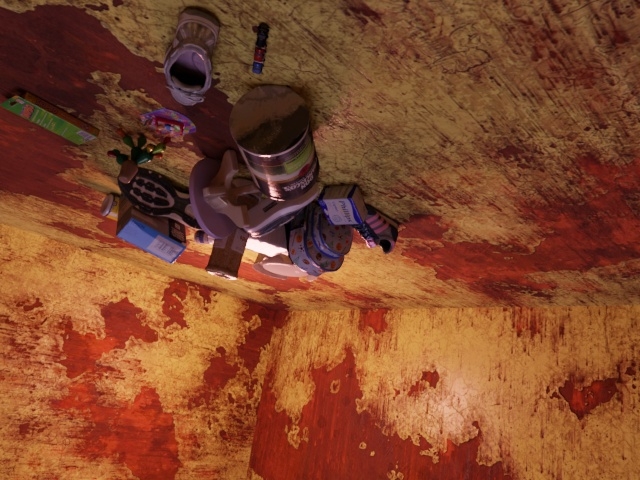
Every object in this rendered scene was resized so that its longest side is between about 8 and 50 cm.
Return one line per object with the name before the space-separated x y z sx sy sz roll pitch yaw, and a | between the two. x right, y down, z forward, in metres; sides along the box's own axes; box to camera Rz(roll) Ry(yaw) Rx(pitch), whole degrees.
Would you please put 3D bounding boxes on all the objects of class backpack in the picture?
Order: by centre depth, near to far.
backpack | 0.000 0.000 2.027 0.277 0.263 0.213 23 157 -35

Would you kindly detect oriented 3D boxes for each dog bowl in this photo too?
dog bowl | -0.178 0.122 2.757 0.349 0.102 0.349 8 163 3

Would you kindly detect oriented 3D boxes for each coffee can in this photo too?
coffee can | -0.115 -0.253 1.400 0.202 0.201 0.275 7 162 8

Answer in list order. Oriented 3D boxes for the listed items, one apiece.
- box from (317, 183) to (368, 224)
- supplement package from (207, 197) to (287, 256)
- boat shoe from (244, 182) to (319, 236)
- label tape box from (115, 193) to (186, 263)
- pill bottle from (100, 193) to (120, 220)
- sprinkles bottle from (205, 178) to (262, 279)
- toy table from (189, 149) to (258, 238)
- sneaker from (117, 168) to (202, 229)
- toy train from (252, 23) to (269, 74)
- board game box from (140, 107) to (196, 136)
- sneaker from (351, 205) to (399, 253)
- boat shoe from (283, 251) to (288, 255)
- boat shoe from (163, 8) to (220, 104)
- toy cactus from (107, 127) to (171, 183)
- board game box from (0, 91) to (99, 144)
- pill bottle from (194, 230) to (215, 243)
box | 0.080 -0.125 1.842 0.137 0.072 0.126 -2 136 29
supplement package | -0.273 -0.067 2.092 0.293 0.177 0.175 19 160 -28
boat shoe | -0.131 -0.107 1.830 0.301 0.108 0.102 -33 150 -1
label tape box | -0.684 -0.092 2.122 0.249 0.347 0.115 33 112 -34
pill bottle | -0.870 -0.129 2.319 0.184 0.103 0.103 23 157 -39
sprinkles bottle | -0.311 -0.042 1.886 0.121 0.355 0.121 14 166 3
toy table | -0.313 -0.153 1.726 0.161 0.274 0.252 -12 -169 43
sneaker | -0.627 -0.160 2.077 0.410 0.158 0.182 30 171 -37
toy train | -0.135 -0.420 1.163 0.027 0.036 0.158 12 162 -8
board game box | -0.462 -0.341 1.576 0.169 0.033 0.133 -3 159 34
sneaker | 0.187 -0.046 2.005 0.319 0.131 0.112 22 158 -35
boat shoe | -0.084 0.026 2.363 0.341 0.127 0.158 12 170 -6
boat shoe | -0.306 -0.397 1.209 0.118 0.103 0.320 16 161 -20
toy cactus | -0.588 -0.267 1.642 0.219 0.180 0.112 3 148 14
board game box | -0.845 -0.383 1.636 0.124 0.039 0.259 -6 160 37
pill bottle | -0.559 -0.015 2.578 0.120 0.067 0.067 3 161 18
